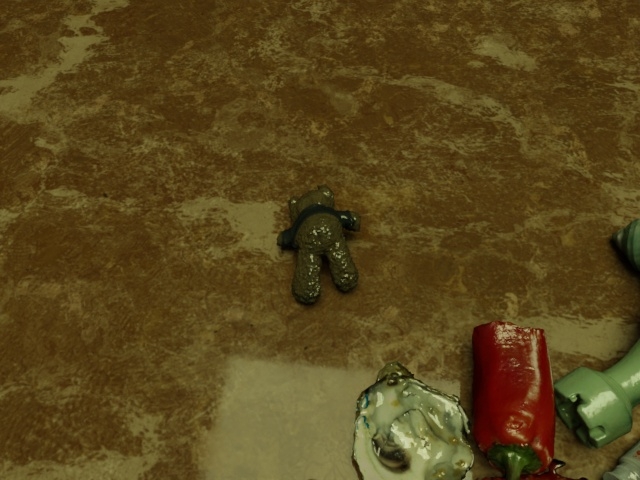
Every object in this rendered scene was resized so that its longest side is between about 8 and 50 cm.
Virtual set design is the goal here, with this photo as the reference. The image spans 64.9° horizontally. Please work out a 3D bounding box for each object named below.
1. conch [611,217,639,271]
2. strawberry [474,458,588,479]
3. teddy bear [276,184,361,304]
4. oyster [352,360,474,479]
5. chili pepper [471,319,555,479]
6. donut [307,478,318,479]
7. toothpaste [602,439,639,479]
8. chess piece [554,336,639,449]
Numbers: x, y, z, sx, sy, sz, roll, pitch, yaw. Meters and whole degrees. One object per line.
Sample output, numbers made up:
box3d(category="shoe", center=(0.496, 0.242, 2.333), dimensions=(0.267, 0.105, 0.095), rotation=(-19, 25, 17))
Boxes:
box3d(category="conch", center=(0.703, 0.031, 0.960), dimensions=(0.277, 0.220, 0.195), rotation=(22, 105, 39))
box3d(category="strawberry", center=(0.334, 0.459, 0.751), dimensions=(0.234, 0.234, 0.177), rotation=(-5, 92, 0))
box3d(category="teddy bear", center=(0.000, -0.008, 1.031), dimensions=(0.182, 0.129, 0.251), rotation=(-11, 61, -6))
box3d(category="oyster", center=(0.145, 0.340, 0.854), dimensions=(0.214, 0.083, 0.223), rotation=(34, 68, 21))
box3d(category="chili pepper", center=(0.314, 0.305, 0.821), dimensions=(0.135, 0.131, 0.338), rotation=(9, 50, 3))
box3d(category="donut", center=(-0.023, 0.442, 0.835), dimensions=(0.038, 0.067, 0.083), rotation=(24, 96, 8))
box3d(category="toothpaste", center=(0.578, 0.355, 0.848), dimensions=(0.234, 0.057, 0.089), rotation=(-23, 61, -19))
box3d(category="chess piece", center=(0.549, 0.225, 0.854), dimensions=(0.299, 0.194, 0.194), rotation=(-29, 63, -4))
